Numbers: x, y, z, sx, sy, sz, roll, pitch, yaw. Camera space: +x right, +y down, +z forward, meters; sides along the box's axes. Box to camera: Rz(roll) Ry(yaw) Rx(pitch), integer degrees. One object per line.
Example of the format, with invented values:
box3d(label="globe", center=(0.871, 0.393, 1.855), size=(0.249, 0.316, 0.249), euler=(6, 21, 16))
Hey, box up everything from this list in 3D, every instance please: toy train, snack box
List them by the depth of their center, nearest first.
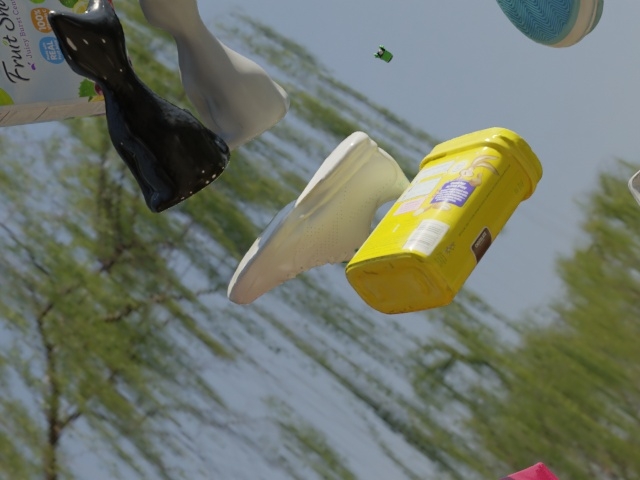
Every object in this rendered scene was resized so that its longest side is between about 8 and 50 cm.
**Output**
box3d(label="snack box", center=(-0.315, -0.213, 1.343), size=(0.207, 0.174, 0.070), euler=(-13, -11, -36))
box3d(label="toy train", center=(0.082, -0.239, 1.642), size=(0.017, 0.023, 0.083), euler=(-56, 2, 7))

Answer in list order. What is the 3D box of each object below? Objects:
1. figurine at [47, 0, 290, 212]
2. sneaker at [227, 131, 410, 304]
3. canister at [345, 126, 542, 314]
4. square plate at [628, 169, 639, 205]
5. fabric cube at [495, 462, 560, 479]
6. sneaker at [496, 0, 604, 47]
box3d(label="figurine", center=(-0.147, -0.167, 1.242), size=(0.092, 0.209, 0.215), euler=(-24, 15, 38))
box3d(label="sneaker", center=(0.000, 0.000, 1.234), size=(0.212, 0.094, 0.080), euler=(-46, 12, 14))
box3d(label="canister", center=(0.110, -0.016, 1.153), size=(0.073, 0.126, 0.170), euler=(51, -124, -18))
box3d(label="square plate", center=(0.605, -0.042, 1.580), size=(0.049, 0.344, 0.347), euler=(2, -38, -49))
box3d(label="fabric cube", center=(0.154, 0.394, 1.122), size=(0.258, 0.259, 0.254), euler=(-7, -52, -43))
box3d(label="sneaker", center=(0.241, -0.321, 1.159), size=(0.208, 0.319, 0.127), euler=(-2, -19, -32))
